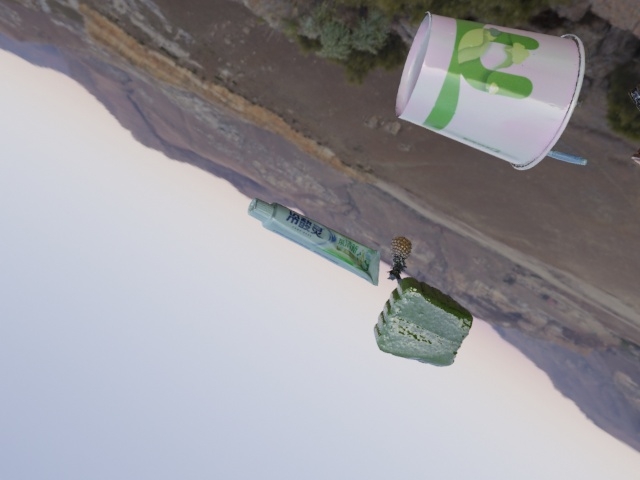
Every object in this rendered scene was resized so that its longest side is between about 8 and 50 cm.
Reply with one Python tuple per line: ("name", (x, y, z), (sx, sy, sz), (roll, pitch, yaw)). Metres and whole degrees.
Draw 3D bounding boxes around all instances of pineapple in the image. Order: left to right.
("pineapple", (0.190, 0.052, 1.266), (0.058, 0.124, 0.058), (12, 151, 7))

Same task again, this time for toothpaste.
("toothpaste", (0.000, 0.000, 0.945), (0.297, 0.075, 0.048), (27, 148, -30))

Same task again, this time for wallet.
("wallet", (0.914, -0.389, 1.413), (0.110, 0.198, 0.031), (59, 145, 8))

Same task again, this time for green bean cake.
("green bean cake", (0.299, 0.247, 1.511), (0.248, 0.222, 0.125), (25, -167, -5))

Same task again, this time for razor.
("razor", (0.595, -0.210, 1.295), (0.068, 0.040, 0.135), (2, -160, -43))

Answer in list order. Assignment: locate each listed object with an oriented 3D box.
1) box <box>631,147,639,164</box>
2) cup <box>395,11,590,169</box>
("box", (1.011, -0.210, 1.280), (0.339, 0.229, 0.239), (23, -165, -24))
("cup", (0.293, -0.285, 0.957), (0.274, 0.253, 0.253), (15, -175, -4))
